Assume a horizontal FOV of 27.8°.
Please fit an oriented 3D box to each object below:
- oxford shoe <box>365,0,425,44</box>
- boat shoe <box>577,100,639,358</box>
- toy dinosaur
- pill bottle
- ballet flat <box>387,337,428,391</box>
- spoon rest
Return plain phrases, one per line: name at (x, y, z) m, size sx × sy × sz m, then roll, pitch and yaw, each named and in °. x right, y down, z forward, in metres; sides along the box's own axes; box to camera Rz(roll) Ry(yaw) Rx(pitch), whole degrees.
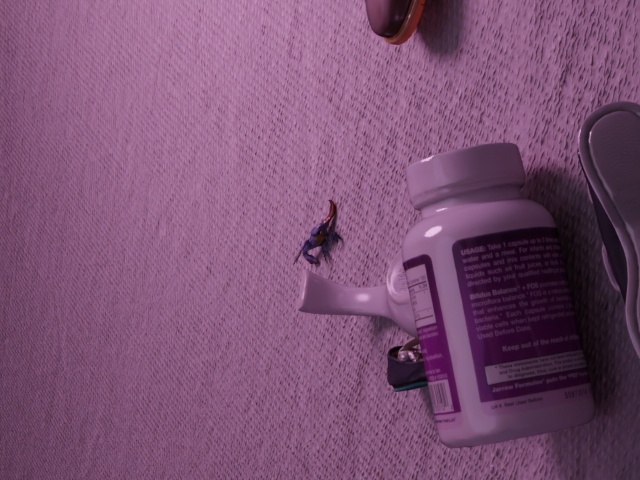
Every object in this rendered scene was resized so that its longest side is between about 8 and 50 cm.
oxford shoe at (0.046, -0.408, 1.514) m, size 0.130 × 0.132 × 0.364 m, roll 167°, pitch 98°, yaw -66°
boat shoe at (0.324, 0.017, 1.208) m, size 0.114 × 0.091 × 0.302 m, roll -15°, pitch 78°, yaw 12°
toy dinosaur at (0.000, 0.000, 1.768) m, size 0.082 × 0.047 × 0.090 m, roll -26°, pitch 40°, yaw 64°
pill bottle at (0.179, 0.057, 1.363) m, size 0.169 × 0.169 × 0.301 m, roll -21°, pitch 77°, yaw 56°
ballet flat at (0.141, 0.141, 1.527) m, size 0.203 × 0.074 × 0.074 m, roll -15°, pitch 82°, yaw 59°
spoon rest at (0.090, 0.057, 1.585) m, size 0.276 × 0.084 × 0.137 m, roll -9°, pitch 66°, yaw 49°
